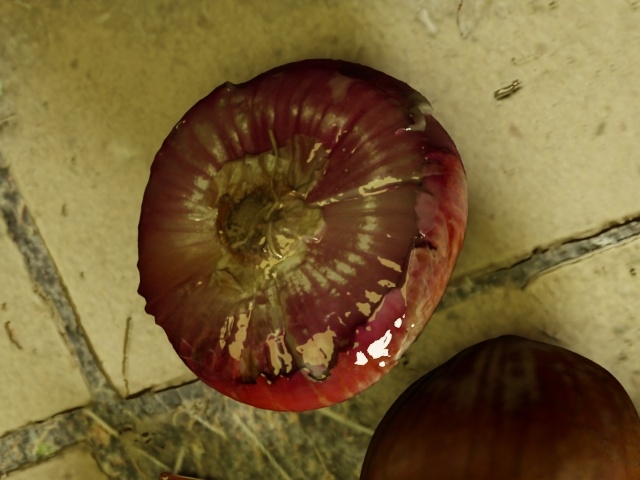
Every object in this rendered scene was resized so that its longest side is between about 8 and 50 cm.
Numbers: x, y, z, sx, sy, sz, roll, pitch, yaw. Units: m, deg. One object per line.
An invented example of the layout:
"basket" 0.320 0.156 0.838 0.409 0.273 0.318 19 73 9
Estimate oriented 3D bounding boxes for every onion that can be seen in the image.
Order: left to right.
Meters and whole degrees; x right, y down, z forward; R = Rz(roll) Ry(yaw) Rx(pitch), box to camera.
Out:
"onion" 0.000 0.000 1.264 0.230 0.163 0.230 -8 73 29

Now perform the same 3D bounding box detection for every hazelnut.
"hazelnut" 0.117 0.169 1.261 0.212 0.181 0.181 -14 115 39

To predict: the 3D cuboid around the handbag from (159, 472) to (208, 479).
"handbag" -0.039 0.244 1.394 0.190 0.063 0.127 11 110 11
